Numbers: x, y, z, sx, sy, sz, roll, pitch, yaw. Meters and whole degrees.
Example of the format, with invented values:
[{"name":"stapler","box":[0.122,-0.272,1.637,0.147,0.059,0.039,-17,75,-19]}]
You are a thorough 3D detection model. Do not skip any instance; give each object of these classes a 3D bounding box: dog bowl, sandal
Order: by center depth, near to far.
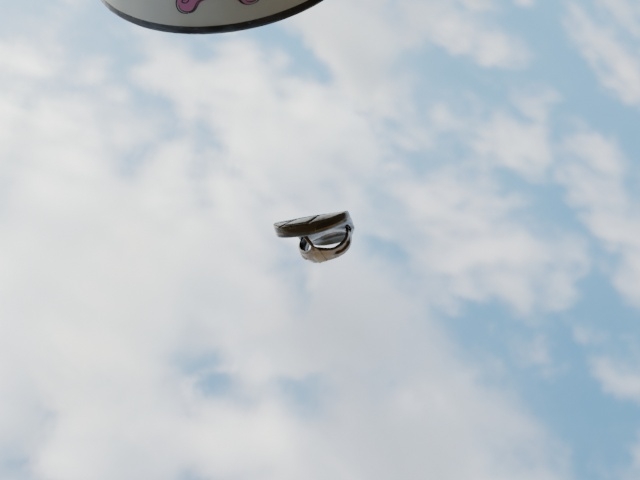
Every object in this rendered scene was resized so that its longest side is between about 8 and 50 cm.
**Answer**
[{"name":"sandal","box":[0.000,0.000,1.465,0.090,0.219,0.060,-10,-96,6]},{"name":"dog bowl","box":[-0.143,-0.474,1.682,0.407,0.150,0.408,-4,-136,4]}]
